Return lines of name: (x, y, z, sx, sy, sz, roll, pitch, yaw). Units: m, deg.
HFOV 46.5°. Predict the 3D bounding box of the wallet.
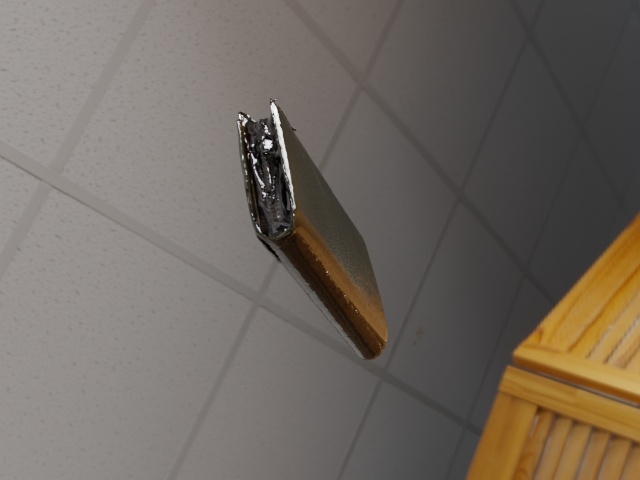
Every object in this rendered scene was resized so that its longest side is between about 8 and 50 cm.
wallet: (0.000, 0.000, 0.500, 0.198, 0.031, 0.110, 54, -159, -56)
